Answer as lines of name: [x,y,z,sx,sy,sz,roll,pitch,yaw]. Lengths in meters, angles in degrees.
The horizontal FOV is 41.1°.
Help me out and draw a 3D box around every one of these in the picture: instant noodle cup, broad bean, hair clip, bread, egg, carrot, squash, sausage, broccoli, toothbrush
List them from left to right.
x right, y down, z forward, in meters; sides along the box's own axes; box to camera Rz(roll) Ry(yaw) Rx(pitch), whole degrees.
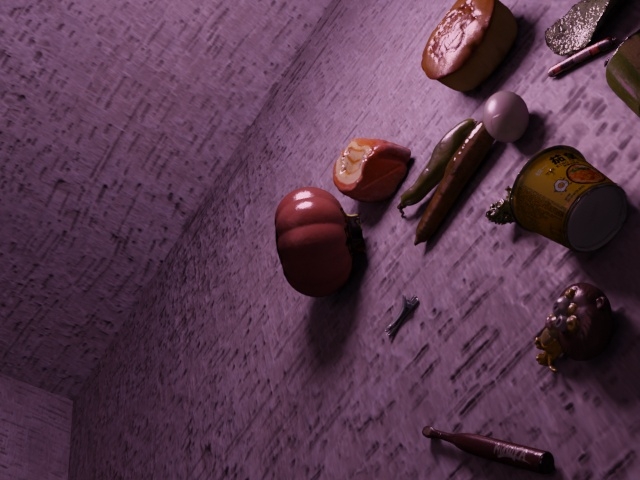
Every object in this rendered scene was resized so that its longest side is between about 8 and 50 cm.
bread: [0.131,-0.200,2.398,0.190,0.123,0.244,-64,23,-1]
hair clip: [0.184,0.173,2.015,0.115,0.039,0.030,-58,20,15]
broad bean: [0.285,-0.178,2.140,0.325,0.067,0.075,-50,19,21]
carrot: [0.315,-0.134,2.045,0.342,0.070,0.070,-59,25,13]
bread: [0.380,-0.515,2.200,0.270,0.148,0.270,-45,30,35]
toothbrush: [0.296,0.382,1.584,0.364,0.040,0.041,-7,59,62]
egg: [0.421,-0.281,1.936,0.103,0.103,0.135,-43,32,36]
broccoli: [0.396,-0.075,1.795,0.097,0.092,0.095,24,100,48]
instant noodle cup: [0.464,-0.067,1.571,0.182,0.182,0.144,-58,35,10]
sausage: [0.568,-0.400,1.866,0.198,0.025,0.028,-26,63,53]
squash: [0.608,-0.295,1.536,0.170,0.170,0.123,-41,45,39]

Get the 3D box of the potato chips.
potato chips: [0.595,-0.496,1.878,0.167,0.059,0.228,-64,19,-18]

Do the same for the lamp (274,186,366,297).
lamp: [0.000,0.000,2.304,0.305,0.239,0.306,168,90,-90]

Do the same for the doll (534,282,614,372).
doll: [0.436,0.159,1.482,0.145,0.096,0.188,-94,29,-61]
